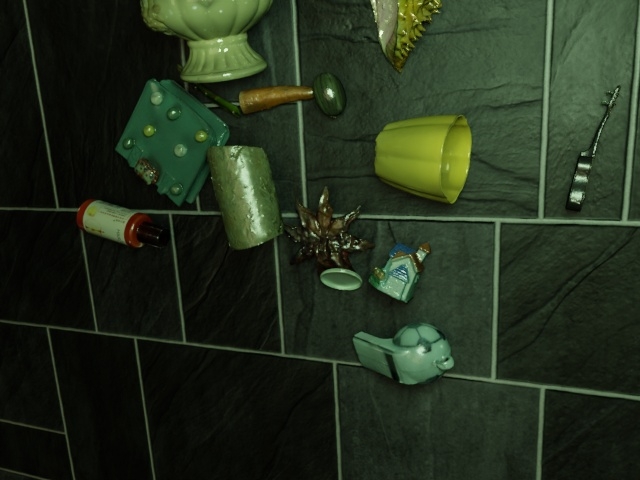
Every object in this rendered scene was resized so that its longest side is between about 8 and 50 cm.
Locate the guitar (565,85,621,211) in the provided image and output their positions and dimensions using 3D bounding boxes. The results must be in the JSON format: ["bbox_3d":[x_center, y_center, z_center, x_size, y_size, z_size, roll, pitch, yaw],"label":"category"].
[{"bbox_3d":[0.573,-0.194,1.170,0.038,0.084,0.271,17,103,18],"label":"guitar"}]

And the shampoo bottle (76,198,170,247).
[{"bbox_3d":[-0.573,-0.042,1.629,0.278,0.104,0.104,16,109,17],"label":"shampoo bottle"}]

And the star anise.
[{"bbox_3d":[0.000,0.000,1.418,0.272,0.102,0.272,7,111,19],"label":"star anise"}]

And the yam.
[{"bbox_3d":[-0.190,-0.117,1.426,0.161,0.161,0.268,-12,92,23],"label":"yam"}]

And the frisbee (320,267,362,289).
[{"bbox_3d":[0.054,0.099,1.427,0.110,0.110,0.014,-2,59,22],"label":"frisbee"}]

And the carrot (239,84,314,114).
[{"bbox_3d":[-0.101,-0.363,1.395,0.210,0.061,0.061,-5,102,17],"label":"carrot"}]

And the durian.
[{"bbox_3d":[0.175,-0.520,1.173,0.186,0.195,0.305,2,102,14],"label":"durian"}]

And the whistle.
[{"bbox_3d":[0.227,0.277,1.399,0.290,0.163,0.163,7,111,59],"label":"whistle"}]

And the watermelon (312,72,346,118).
[{"bbox_3d":[0.024,-0.349,1.333,0.078,0.078,0.110,-18,102,24],"label":"watermelon"}]

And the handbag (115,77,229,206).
[{"bbox_3d":[-0.412,-0.267,1.511,0.269,0.100,0.274,41,114,6],"label":"handbag"}]

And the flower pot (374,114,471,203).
[{"bbox_3d":[0.225,-0.188,1.250,0.179,0.195,0.195,11,108,32],"label":"flower pot"}]

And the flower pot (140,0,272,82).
[{"bbox_3d":[-0.253,-0.509,1.294,0.307,0.307,0.244,1,117,21],"label":"flower pot"}]

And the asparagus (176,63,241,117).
[{"bbox_3d":[-0.296,-0.392,1.473,0.236,0.027,0.034,37,134,10],"label":"asparagus"}]

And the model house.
[{"bbox_3d":[0.201,0.059,1.347,0.119,0.148,0.148,30,99,16],"label":"model house"}]
